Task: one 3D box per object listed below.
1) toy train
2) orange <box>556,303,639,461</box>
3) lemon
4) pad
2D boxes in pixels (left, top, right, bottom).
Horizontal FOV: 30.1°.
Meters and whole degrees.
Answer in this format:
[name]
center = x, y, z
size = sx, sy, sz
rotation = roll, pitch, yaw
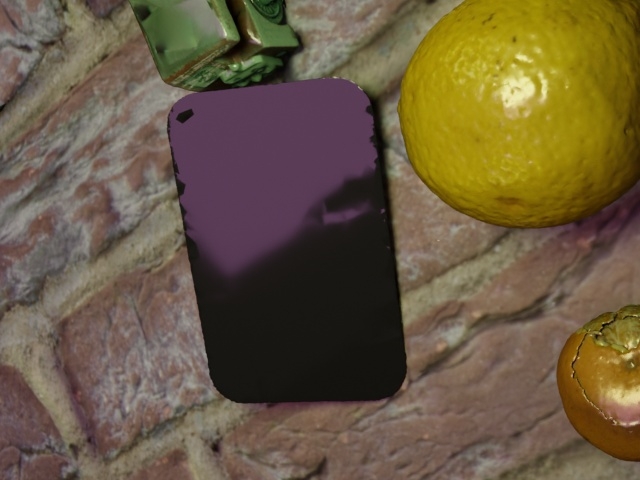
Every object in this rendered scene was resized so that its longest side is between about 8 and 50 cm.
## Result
[toy train]
center = -0.151, -0.322, 1.339
size = 0.129, 0.159, 0.326
rotation = -27, 82, 34
[orange]
center = 0.302, 0.136, 1.125
size = 0.157, 0.134, 0.156
rotation = -7, 59, 12
[lemon]
center = 0.188, -0.122, 1.092
size = 0.253, 0.228, 0.228
rotation = -20, 87, 43
[pad]
center = 0.001, 0.000, 1.364
size = 0.315, 0.063, 0.375
rotation = -3, 104, 19
